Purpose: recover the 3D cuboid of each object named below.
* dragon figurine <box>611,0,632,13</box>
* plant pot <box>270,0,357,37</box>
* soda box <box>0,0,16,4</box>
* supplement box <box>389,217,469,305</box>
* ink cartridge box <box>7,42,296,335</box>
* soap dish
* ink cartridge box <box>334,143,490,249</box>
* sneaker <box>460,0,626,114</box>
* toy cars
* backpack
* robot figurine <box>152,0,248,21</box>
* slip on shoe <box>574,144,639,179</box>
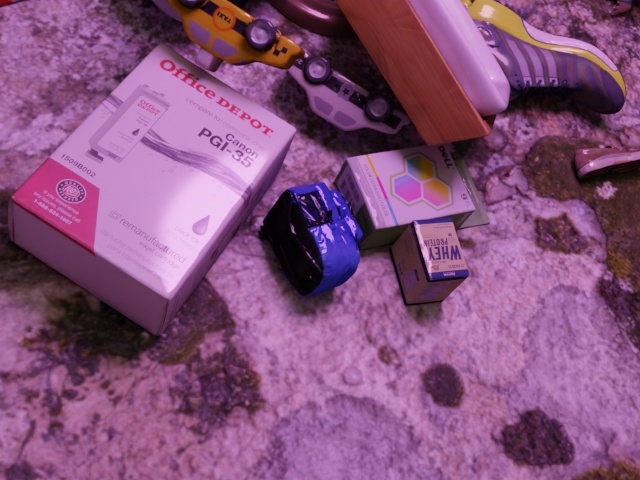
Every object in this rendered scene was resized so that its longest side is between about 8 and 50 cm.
[{"bbox_3d":[0.558,-0.463,1.477,0.289,0.085,0.144,1,63,-16],"label":"dragon figurine"},{"bbox_3d":[0.029,-0.427,1.268,0.237,0.110,0.237,8,62,-15],"label":"plant pot"},{"bbox_3d":[-0.436,-0.357,1.081,0.286,0.098,0.091,-25,73,-28],"label":"soda box"},{"bbox_3d":[0.136,0.027,1.080,0.056,0.083,0.083,-5,65,-21],"label":"supplement box"},{"bbox_3d":[-0.190,-0.067,1.000,0.207,0.117,0.283,32,58,1],"label":"ink cartridge box"},{"bbox_3d":[0.132,-0.269,1.124,0.291,0.118,0.229,57,21,-8],"label":"soap dish"},{"bbox_3d":[0.135,-0.065,1.141,0.209,0.062,0.109,-11,67,-24],"label":"ink cartridge box"},{"bbox_3d":[0.315,-0.249,1.287,0.299,0.111,0.121,23,72,-2],"label":"sneaker"},{"bbox_3d":[-0.046,-0.213,1.084,0.393,0.087,0.176,23,13,-42],"label":"toy cars"},{"bbox_3d":[0.000,0.000,1.041,0.101,0.098,0.120,-13,67,-28],"label":"backpack"},{"bbox_3d":[-0.121,-0.412,1.136,0.278,0.209,0.174,-35,72,0],"label":"robot figurine"},{"bbox_3d":[0.441,-0.125,1.284,0.135,0.051,0.041,-12,70,-15],"label":"slip on shoe"}]
